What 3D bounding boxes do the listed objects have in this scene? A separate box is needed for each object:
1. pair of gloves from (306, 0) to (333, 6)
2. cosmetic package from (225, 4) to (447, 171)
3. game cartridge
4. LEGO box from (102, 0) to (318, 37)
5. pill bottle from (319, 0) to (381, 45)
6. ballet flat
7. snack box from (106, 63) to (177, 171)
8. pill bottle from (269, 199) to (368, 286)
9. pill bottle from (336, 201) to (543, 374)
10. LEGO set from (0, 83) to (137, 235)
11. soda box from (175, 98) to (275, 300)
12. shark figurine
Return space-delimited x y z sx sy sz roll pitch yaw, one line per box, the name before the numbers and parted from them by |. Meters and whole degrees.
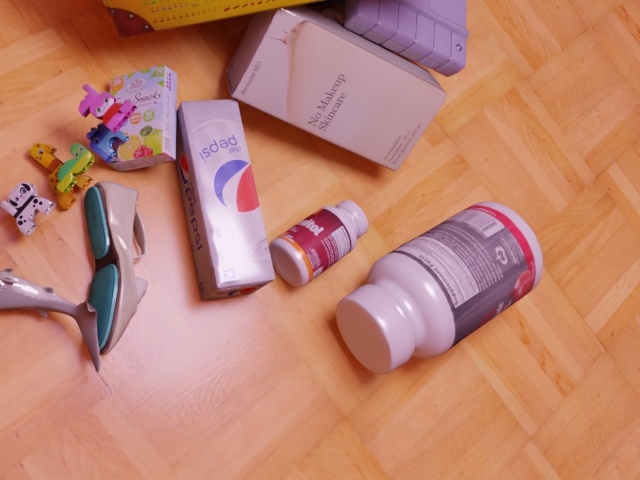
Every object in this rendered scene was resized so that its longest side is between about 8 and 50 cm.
pair of gloves | 0.002 -0.475 1.204 0.159 0.023 0.198 -1 71 -13
cosmetic package | 0.025 -0.249 1.139 0.309 0.160 0.113 20 28 -25
game cartridge | 0.151 -0.471 1.195 0.230 0.068 0.355 18 67 -33
LEGO box | -0.071 -0.521 1.016 0.500 0.193 0.373 -8 57 5
pill bottle | 0.066 -0.375 1.251 0.117 0.117 0.215 47 63 -5
ballet flat | -0.279 0.036 1.005 0.086 0.086 0.249 1 74 -24
snack box | -0.264 -0.180 1.062 0.100 0.037 0.141 -7 73 20
pill bottle | 0.000 0.000 1.129 0.152 0.086 0.086 -35 91 -29
pill bottle | 0.185 0.076 1.137 0.318 0.176 0.176 -28 87 -27
LEGO set | -0.357 -0.122 0.999 0.093 0.087 0.227 39 87 1
soda box | -0.151 -0.061 1.075 0.091 0.098 0.286 -7 77 -26
shark figurine | -0.423 0.092 0.921 0.278 0.166 0.116 16 97 -30
